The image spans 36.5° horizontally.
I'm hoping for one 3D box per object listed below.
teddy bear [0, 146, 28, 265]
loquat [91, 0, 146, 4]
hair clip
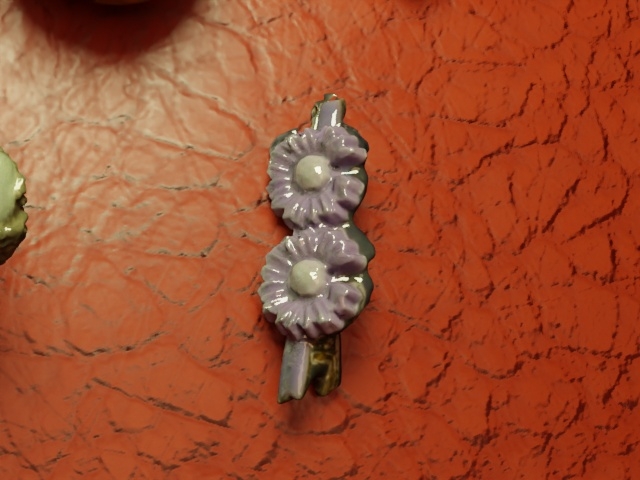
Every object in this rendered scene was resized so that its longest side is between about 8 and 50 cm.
[{"bbox_3d":[-0.353,-0.058,0.744,0.267,0.156,0.256,-29,93,12],"label":"teddy bear"},{"bbox_3d":[-0.177,-0.302,0.808,0.208,0.208,0.208,3,79,-14],"label":"loquat"},{"bbox_3d":[0.000,0.000,0.868,0.106,0.084,0.292,-5,75,28],"label":"hair clip"}]
